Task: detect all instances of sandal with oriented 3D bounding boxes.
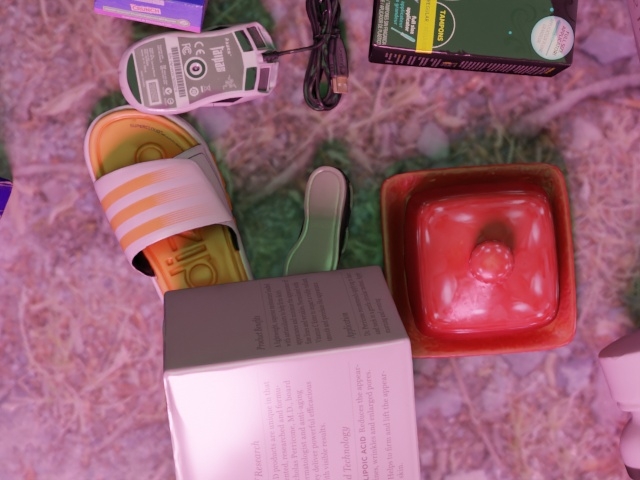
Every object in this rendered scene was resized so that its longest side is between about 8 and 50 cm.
[{"bbox_3d":[-0.109,0.005,1.172,0.102,0.076,0.265,-27,90,0],"label":"sandal"}]

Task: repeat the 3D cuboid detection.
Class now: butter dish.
[{"bbox_3d":[0.133,0.017,1.151,0.160,0.118,0.160,-4,90,-1],"label":"butter dish"}]

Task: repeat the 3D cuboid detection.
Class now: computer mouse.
[{"bbox_3d":[-0.074,-0.151,1.190,0.193,0.042,0.106,-9,95,-5],"label":"computer mouse"}]

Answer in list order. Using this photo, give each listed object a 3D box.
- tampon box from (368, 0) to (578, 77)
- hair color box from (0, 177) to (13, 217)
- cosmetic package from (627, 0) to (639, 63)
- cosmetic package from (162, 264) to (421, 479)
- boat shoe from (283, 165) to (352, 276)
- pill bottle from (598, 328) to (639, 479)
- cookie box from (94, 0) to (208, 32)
[{"bbox_3d":[0.125,-0.202,1.157,0.161,0.101,0.120,4,91,0],"label":"tampon box"},{"bbox_3d":[-0.408,0.071,1.159,0.185,0.110,0.338,23,92,-1],"label":"hair color box"},{"bbox_3d":[0.413,-0.223,1.011,0.328,0.394,0.329,-12,89,0],"label":"cosmetic package"},{"bbox_3d":[-0.026,0.123,1.110,0.184,0.151,0.151,-7,111,-3],"label":"cosmetic package"},{"bbox_3d":[0.000,0.000,1.191,0.046,0.038,0.125,8,89,19],"label":"boat shoe"},{"bbox_3d":[0.337,0.198,1.130,0.161,0.161,0.283,-22,90,0],"label":"pill bottle"},{"bbox_3d":[-0.131,-0.231,1.167,0.092,0.040,0.107,11,62,0],"label":"cookie box"}]
